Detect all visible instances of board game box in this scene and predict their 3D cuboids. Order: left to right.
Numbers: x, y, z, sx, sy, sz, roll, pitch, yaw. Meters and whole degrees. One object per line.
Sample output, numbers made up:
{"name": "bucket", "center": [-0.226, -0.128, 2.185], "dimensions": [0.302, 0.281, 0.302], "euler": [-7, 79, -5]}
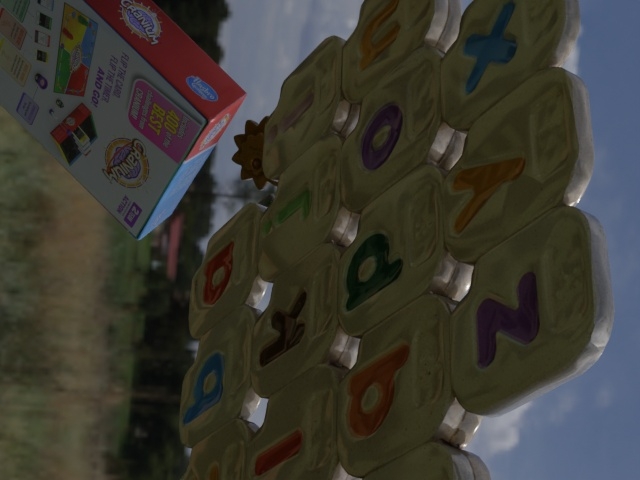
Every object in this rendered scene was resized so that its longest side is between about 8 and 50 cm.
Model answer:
{"name": "board game box", "center": [-0.249, -0.181, 1.321], "dimensions": [0.064, 0.316, 0.242], "euler": [-43, 176, -40]}

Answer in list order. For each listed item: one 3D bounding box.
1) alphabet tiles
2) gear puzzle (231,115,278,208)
{"name": "alphabet tiles", "center": [0.015, 0.021, 0.502], "dimensions": [0.278, 0.021, 0.284], "euler": [-39, -139, 46]}
{"name": "gear puzzle", "center": [0.000, 0.000, 1.418], "dimensions": [0.339, 0.175, 0.044], "euler": [60, 27, 11]}
